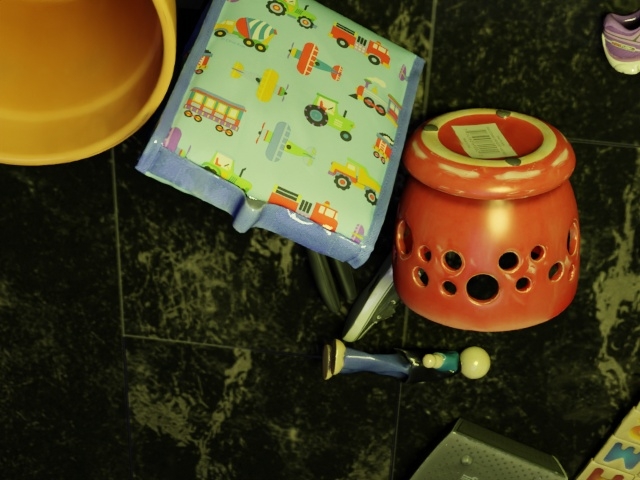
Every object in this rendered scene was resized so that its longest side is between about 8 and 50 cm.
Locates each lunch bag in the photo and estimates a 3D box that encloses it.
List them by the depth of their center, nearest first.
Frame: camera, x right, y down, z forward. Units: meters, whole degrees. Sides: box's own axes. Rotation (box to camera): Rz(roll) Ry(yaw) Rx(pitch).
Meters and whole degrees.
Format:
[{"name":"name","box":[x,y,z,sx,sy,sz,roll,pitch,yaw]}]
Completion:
[{"name":"lunch bag","box":[-0.037,-0.104,1.360,0.221,0.293,0.138,26,125,-10]}]

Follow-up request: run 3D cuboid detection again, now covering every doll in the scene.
[{"name":"doll","box":[0.102,0.139,1.642,0.189,0.046,0.129,4,167,-14]}]

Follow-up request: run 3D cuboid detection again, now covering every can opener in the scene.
[{"name":"can opener","box":[0.000,0.000,1.588,0.059,0.073,0.186,-37,124,-13]}]

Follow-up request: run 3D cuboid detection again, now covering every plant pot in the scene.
[{"name":"plant pot","box":[-0.266,-0.239,1.303,0.291,0.203,0.291,1,134,1]},{"name":"plant pot","box":[0.169,-0.028,1.452,0.191,0.191,0.174,5,120,6]}]

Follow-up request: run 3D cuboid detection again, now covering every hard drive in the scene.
[{"name":"hard drive","box":[0.176,0.330,1.792,0.172,0.054,0.254,23,126,-7]}]

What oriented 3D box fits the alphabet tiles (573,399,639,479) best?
[{"name":"alphabet tiles","box":[0.471,0.269,1.689,0.285,0.011,0.342,19,137,-5]}]

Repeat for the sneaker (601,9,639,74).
[{"name":"sneaker","box":[0.347,-0.208,1.365,0.170,0.068,0.071,-14,117,19]}]

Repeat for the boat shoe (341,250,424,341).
[{"name":"boat shoe","box":[0.070,0.066,1.621,0.040,0.049,0.142,26,124,-11]}]
